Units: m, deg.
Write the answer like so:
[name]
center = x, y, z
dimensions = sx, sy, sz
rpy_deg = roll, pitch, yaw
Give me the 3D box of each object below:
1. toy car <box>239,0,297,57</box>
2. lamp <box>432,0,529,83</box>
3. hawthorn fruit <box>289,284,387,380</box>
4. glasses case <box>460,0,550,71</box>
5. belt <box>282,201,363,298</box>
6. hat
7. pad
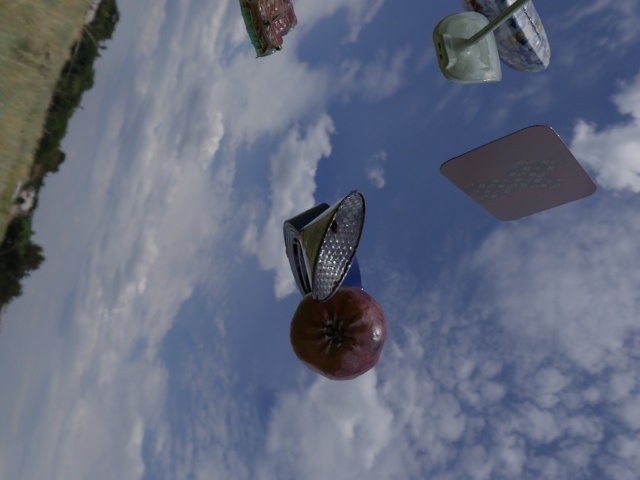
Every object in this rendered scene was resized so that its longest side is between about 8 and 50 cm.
[toy car]
center = -0.043, -0.213, 0.512
dimensions = 0.035, 0.059, 0.122
rpy_deg = -7, -146, 21
[lamp]
center = 0.133, -0.136, 0.274
dimensions = 0.198, 0.056, 0.050
rpy_deg = -20, -98, 63
[hawthorn fruit]
center = 0.038, 0.167, 1.039
dimensions = 0.200, 0.179, 0.179
rpy_deg = 7, 102, -81
[glasses case]
center = 0.279, -0.338, 0.841
dimensions = 0.087, 0.248, 0.065
rpy_deg = 26, -90, 44
[belt]
center = 0.007, 0.064, 1.418
dimensions = 0.212, 0.117, 0.347
rpy_deg = 47, -23, 37
[hat]
center = 0.000, 0.000, 0.900
dimensions = 0.082, 0.193, 0.193
rpy_deg = 19, -89, 19
[pad]
center = 0.328, -0.099, 0.906
dimensions = 0.181, 0.267, 0.004
rpy_deg = -21, -122, 35
